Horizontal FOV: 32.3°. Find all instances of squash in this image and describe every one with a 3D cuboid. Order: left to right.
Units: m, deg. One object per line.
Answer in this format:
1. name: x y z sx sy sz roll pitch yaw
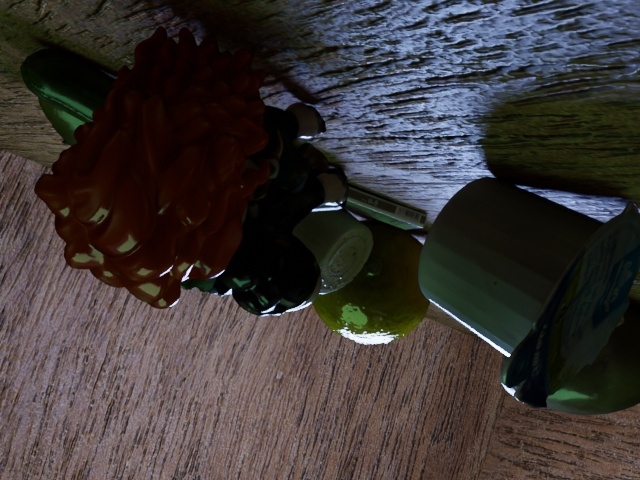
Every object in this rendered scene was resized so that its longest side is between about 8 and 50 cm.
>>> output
1. squash: -0.296 -0.184 1.648 0.331 0.087 0.087 34 168 -30

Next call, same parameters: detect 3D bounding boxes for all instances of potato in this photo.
1. potato: -0.358 -0.192 1.775 0.160 0.111 0.272 19 174 23
2. potato: 0.500 0.218 2.089 0.326 0.221 0.243 5 -176 32

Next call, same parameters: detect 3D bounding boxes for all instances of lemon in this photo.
1. lemon: 0.100 0.085 2.160 0.245 0.245 0.320 19 168 8

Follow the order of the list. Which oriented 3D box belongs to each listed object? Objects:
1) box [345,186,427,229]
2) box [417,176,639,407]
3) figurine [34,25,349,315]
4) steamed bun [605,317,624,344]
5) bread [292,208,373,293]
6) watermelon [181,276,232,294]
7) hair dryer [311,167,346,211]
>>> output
1. box: 0.078 -0.063 1.911 0.198 0.029 0.109 20 174 -11
2. box: 0.234 0.054 1.359 0.206 0.291 0.262 31 139 33
3. figurine: -0.118 -0.059 1.244 0.241 0.306 0.412 4 168 33
4. steamed bun: 0.410 0.083 1.820 0.192 0.106 0.177 27 169 37
5. bread: 0.000 0.000 1.988 0.141 0.148 0.134 42 -175 31
6. watermelon: -0.251 -0.050 2.208 0.331 0.189 0.331 20 -149 -13
7. hair dryer: -0.046 -0.089 1.664 0.128 0.070 0.255 -3 173 14
